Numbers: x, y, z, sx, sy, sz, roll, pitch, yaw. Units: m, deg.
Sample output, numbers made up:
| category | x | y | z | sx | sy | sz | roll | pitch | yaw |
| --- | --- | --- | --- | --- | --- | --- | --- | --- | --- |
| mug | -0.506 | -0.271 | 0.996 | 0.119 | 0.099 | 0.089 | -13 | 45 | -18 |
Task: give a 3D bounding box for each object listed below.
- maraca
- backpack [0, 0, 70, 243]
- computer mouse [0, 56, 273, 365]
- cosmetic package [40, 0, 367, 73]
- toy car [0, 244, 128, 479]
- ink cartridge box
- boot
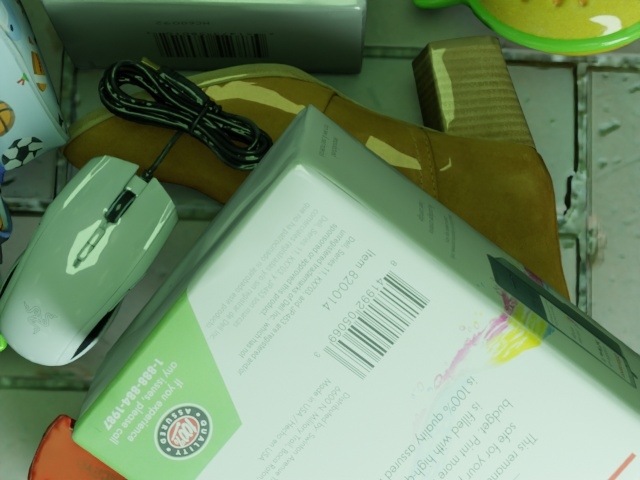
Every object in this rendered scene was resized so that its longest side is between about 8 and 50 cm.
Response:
| category | x | y | z | sx | sy | sz | roll | pitch | yaw |
| --- | --- | --- | --- | --- | --- | --- | --- | --- | --- |
| maraca | 0.140 | -0.177 | 1.145 | 0.186 | 0.099 | 0.127 | 16 | 64 | 24 |
| backpack | -0.281 | -0.126 | 1.029 | 0.213 | 0.276 | 0.263 | -30 | 50 | -11 |
| computer mouse | -0.120 | -0.008 | 1.048 | 0.106 | 0.042 | 0.193 | 34 | 96 | -1 |
| cosmetic package | -0.063 | -0.297 | 1.128 | 0.197 | 0.155 | 0.365 | 0 | 80 | 1 |
| toy car | -0.206 | 0.089 | 1.100 | 0.239 | 0.053 | 0.225 | -10 | 79 | -5 |
| ink cartridge box | 0.068 | 0.117 | 1.017 | 0.353 | 0.119 | 0.207 | 38 | 106 | -9 |
| boot | 0.001 | 0.000 | 1.101 | 0.295 | 0.104 | 0.211 | -10 | 82 | -4 |
